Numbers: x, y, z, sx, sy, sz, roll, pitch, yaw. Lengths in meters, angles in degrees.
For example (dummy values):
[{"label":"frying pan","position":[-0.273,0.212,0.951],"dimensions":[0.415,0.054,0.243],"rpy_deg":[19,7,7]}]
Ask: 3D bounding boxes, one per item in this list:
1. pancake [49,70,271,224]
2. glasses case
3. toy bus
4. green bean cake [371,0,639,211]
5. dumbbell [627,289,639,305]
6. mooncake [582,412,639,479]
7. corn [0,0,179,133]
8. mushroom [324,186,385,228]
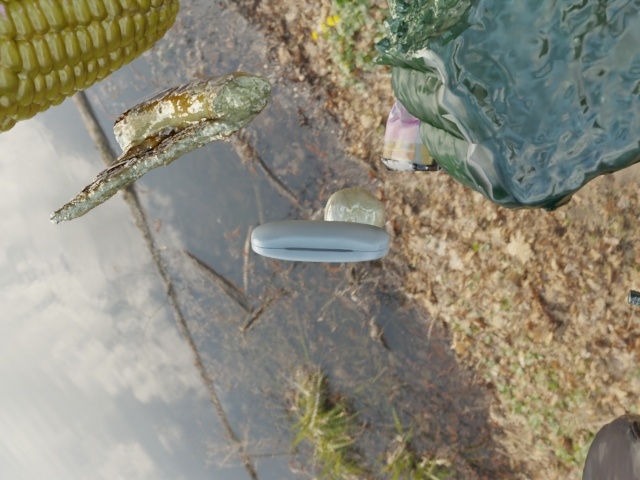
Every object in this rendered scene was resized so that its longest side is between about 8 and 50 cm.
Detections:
[{"label":"pancake","position":[-0.193,-0.104,0.724],"dimensions":[0.266,0.244,0.057],"rpy_deg":[9,136,56]},{"label":"glasses case","position":[0.000,0.000,0.861],"dimensions":[0.178,0.067,0.045],"rpy_deg":[2,111,3]},{"label":"toy bus","position":[0.316,-0.233,1.462],"dimensions":[0.171,0.386,0.163],"rpy_deg":[16,107,61]},{"label":"green bean cake","position":[0.171,-0.217,0.477],"dimensions":[0.300,0.169,0.308],"rpy_deg":[-31,109,0]},{"label":"dumbbell","position":[0.553,0.111,0.910],"dimensions":[0.253,0.082,0.082],"rpy_deg":[15,128,16]},{"label":"mooncake","position":[0.411,0.395,0.735],"dimensions":[0.212,0.350,0.381],"rpy_deg":[6,79,16]},{"label":"corn","position":[-0.207,-0.087,0.341],"dimensions":[0.106,0.305,0.106],"rpy_deg":[34,142,32]},{"label":"mushroom","position":[0.084,-0.063,1.656],"dimensions":[0.154,0.122,0.154],"rpy_deg":[-1,113,-2]}]
